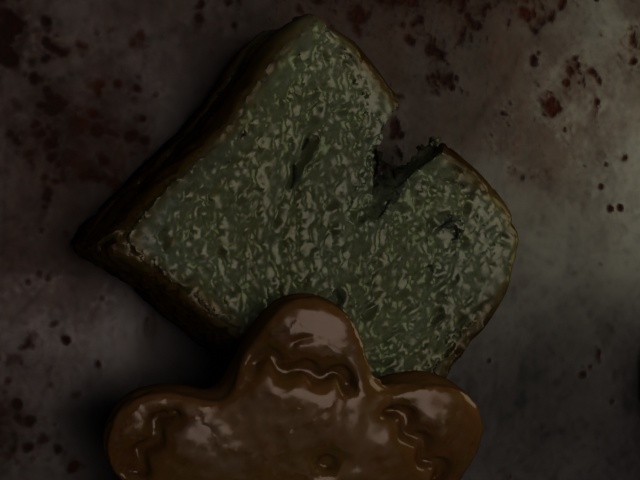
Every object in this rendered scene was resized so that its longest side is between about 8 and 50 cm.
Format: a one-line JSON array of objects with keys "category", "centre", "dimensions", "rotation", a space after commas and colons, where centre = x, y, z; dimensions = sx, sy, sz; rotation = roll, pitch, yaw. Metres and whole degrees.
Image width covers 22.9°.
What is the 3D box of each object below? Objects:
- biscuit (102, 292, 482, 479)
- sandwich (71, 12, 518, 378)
[{"category": "biscuit", "centre": [-0.048, 0.213, 1.080], "dimensions": [0.275, 0.052, 0.355], "rotation": [38, 93, -18]}, {"category": "sandwich", "centre": [0.001, 0.000, 1.150], "dimensions": [0.273, 0.095, 0.249], "rotation": [44, 70, -19]}]
